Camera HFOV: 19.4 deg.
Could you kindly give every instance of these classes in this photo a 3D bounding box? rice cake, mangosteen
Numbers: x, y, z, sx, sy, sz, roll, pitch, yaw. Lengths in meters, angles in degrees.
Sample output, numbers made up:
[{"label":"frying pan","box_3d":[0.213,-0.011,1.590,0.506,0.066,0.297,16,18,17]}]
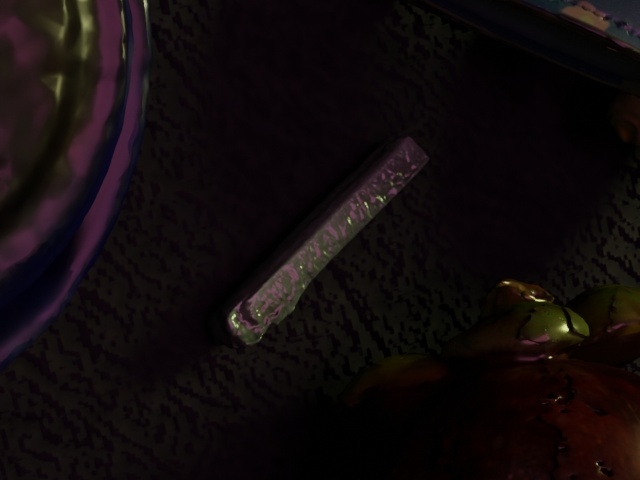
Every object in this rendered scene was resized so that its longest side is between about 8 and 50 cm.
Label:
[{"label":"rice cake","box_3d":[0.000,0.000,0.758,0.121,0.022,0.021,-45,106,-25]},{"label":"mangosteen","box_3d":[0.086,0.100,0.748,0.166,0.166,0.180,7,61,-34]}]

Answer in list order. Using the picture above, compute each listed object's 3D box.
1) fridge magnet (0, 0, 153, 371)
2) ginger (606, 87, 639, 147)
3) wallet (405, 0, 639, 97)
[{"label":"fridge magnet","box_3d":[-0.165,-0.064,0.592,0.265,0.112,0.266,-2,94,-35]},{"label":"ginger","box_3d":[0.238,-0.126,0.884,0.294,0.086,0.131,-37,88,-32]},{"label":"wallet","box_3d":[0.119,-0.175,0.789,0.141,0.059,0.202,22,79,-3]}]
